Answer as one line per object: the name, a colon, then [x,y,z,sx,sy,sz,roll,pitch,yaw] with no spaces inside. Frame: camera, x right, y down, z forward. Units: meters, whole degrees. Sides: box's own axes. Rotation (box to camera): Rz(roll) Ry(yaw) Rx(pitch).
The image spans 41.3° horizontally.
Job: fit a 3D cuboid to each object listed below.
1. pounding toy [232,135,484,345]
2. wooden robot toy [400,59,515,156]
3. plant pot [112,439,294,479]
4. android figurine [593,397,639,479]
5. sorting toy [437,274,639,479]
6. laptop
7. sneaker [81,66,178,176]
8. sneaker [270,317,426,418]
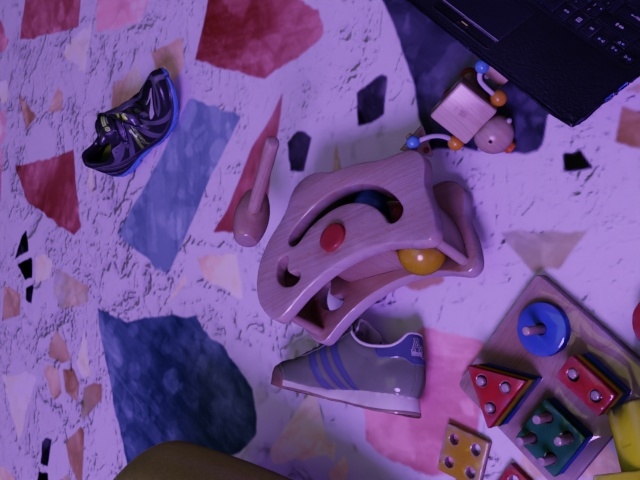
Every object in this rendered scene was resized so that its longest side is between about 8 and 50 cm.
pounding toy: [0.000,0.000,0.790,0.270,0.155,0.154,-10,59,42]
wooden robot toy: [0.149,-0.116,0.758,0.079,0.076,0.173,41,121,-3]
plant pot: [-0.035,0.342,0.791,0.294,0.275,0.274,1,89,27]
android figurine: [0.274,0.226,0.537,0.248,0.056,0.272,-9,56,13]
sorting toy: [0.182,0.127,0.716,0.132,0.046,0.274,47,119,34]
laptop: [0.203,-0.262,0.638,0.264,0.136,0.234,-38,57,-5]
sneaker: [-0.248,-0.148,1.104,0.188,0.078,0.067,-43,62,33]
sneaker: [0.031,0.121,0.853,0.192,0.064,0.086,2,77,46]
